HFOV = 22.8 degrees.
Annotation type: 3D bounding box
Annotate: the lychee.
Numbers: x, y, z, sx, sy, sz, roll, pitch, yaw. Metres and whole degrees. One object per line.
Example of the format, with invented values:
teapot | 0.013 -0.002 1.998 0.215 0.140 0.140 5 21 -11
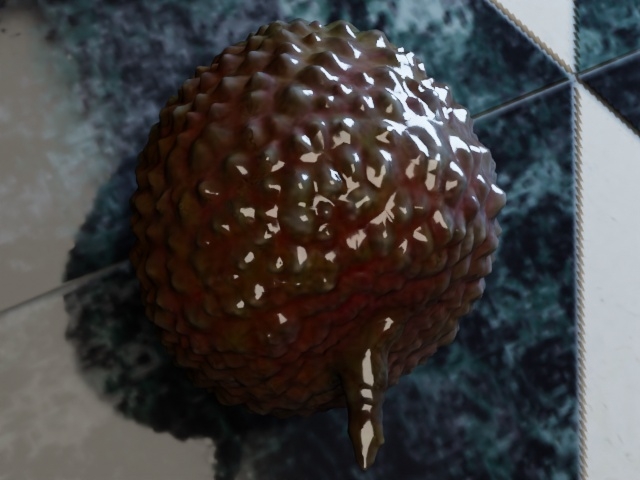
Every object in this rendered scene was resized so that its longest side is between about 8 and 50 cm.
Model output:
lychee | 0.000 0.000 0.667 0.165 0.165 0.197 -15 56 -21
